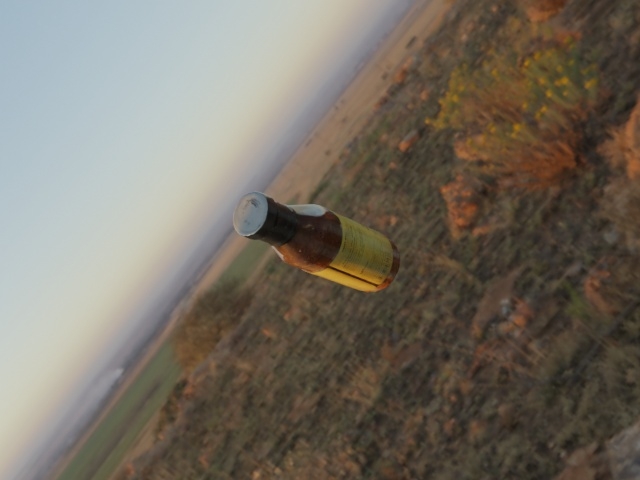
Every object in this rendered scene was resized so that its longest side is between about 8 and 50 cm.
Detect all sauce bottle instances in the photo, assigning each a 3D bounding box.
[{"bbox_3d":[0.000,0.000,0.506,0.042,0.128,0.042,-13,67,33],"label":"sauce bottle"}]
